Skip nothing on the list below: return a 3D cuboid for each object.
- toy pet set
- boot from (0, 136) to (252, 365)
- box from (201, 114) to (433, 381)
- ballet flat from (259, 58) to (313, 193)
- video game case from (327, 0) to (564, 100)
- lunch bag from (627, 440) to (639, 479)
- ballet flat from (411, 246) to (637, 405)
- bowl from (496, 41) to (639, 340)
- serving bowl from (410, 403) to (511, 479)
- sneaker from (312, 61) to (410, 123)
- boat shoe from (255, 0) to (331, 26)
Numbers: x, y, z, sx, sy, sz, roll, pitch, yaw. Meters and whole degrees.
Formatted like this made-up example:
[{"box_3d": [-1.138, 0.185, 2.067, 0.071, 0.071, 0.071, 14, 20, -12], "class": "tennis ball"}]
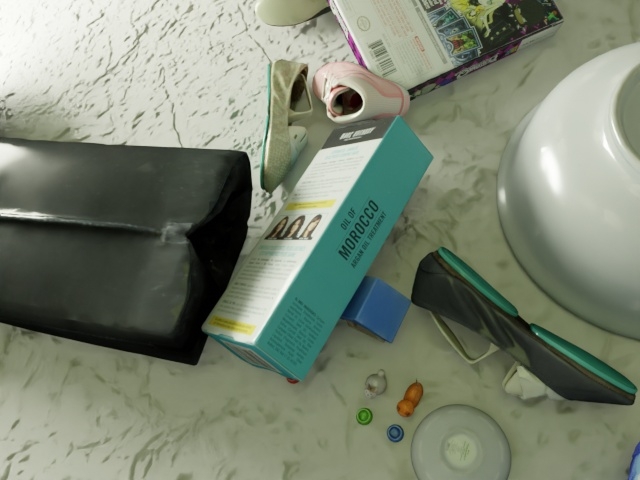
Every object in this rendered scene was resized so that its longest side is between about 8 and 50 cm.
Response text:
[{"box_3d": [0.037, 0.095, 0.549, 0.122, 0.065, 0.114, 24, 75, 19], "class": "toy pet set"}, {"box_3d": [-0.284, -0.091, 0.648, 0.445, 0.146, 0.366, 7, 78, 18], "class": "boot"}, {"box_3d": [0.000, 0.000, 0.568, 0.101, 0.060, 0.244, 1, 54, 55], "class": "box"}, {"box_3d": [-0.035, -0.128, 0.672, 0.052, 0.057, 0.168, 1, 67, 1], "class": "ballet flat"}, {"box_3d": [0.114, -0.286, 0.686, 0.210, 0.042, 0.232, -25, 80, 0], "class": "video game case"}, {"box_3d": [0.310, 0.240, 0.369, 0.293, 0.138, 0.221, 3, 38, 29], "class": "lunch bag"}, {"box_3d": [0.161, 0.088, 0.535, 0.203, 0.074, 0.074, 37, 78, 17], "class": "ballet flat"}, {"box_3d": [0.309, -0.069, 0.534, 0.298, 0.134, 0.297, -4, 66, 9], "class": "bowl"}, {"box_3d": [0.116, 0.176, 0.520, 0.083, 0.027, 0.083, -5, 65, 10], "class": "serving bowl"}, {"box_3d": [0.021, -0.153, 0.643, 0.070, 0.050, 0.134, -14, 31, -38], "class": "sneaker"}, {"box_3d": [-0.010, -0.289, 0.745, 0.137, 0.043, 0.049, -20, 105, 4], "class": "boat shoe"}]
